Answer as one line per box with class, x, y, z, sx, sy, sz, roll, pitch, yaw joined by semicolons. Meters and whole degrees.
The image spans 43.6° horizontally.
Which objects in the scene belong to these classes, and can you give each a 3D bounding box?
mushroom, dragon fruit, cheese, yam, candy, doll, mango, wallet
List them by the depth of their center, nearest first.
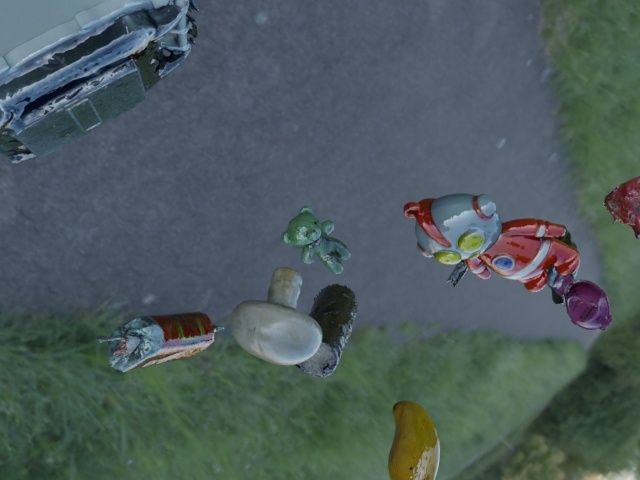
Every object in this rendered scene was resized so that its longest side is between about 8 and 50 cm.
candy;-0.217;0.137;1.110;0.086;0.059;0.292;-29;167;20
doll;0.278;0.001;1.339;0.337;0.105;0.200;23;143;-26
cheese;0.452;0.101;1.404;0.038;0.145;0.095;-14;139;-36
mango;0.173;0.388;1.483;0.098;0.190;0.075;-11;144;22
doll;0.000;0.000;1.655;0.115;0.150;0.077;-58;-163;-21
dragon fruit;0.689;-0.065;1.682;0.153;0.110;0.153;-15;158;-6
mushroom;-0.082;0.179;1.743;0.209;0.206;0.206;-43;154;-28
yam;0.017;0.226;1.998;0.279;0.131;0.131;-65;179;-61
wallet;0.417;0.042;2.250;0.198;0.031;0.110;-50;169;-46

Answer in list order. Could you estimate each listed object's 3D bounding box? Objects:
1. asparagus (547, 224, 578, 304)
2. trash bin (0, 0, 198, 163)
asparagus;0.538;0.060;1.777;0.287;0.080;0.080;-75;178;-46
trash bin;-0.351;-0.314;0.946;0.296;0.367;0.256;-31;180;-8
